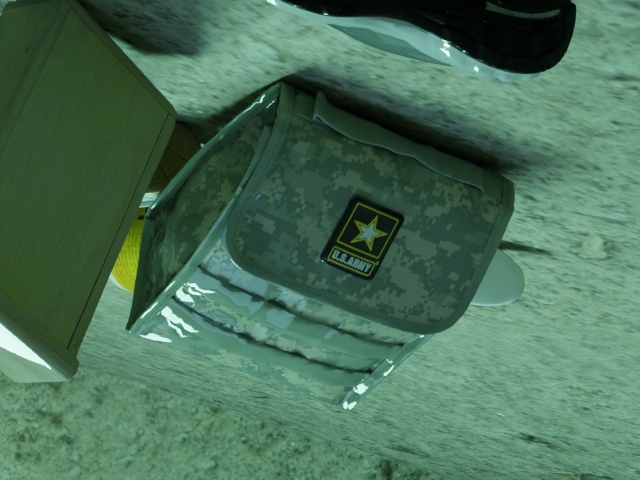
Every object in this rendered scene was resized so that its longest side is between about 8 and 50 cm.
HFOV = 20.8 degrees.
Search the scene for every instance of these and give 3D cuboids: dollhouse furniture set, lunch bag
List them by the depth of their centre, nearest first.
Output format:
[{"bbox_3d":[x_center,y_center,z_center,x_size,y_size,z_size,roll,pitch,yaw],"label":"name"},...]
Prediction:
[{"bbox_3d":[-0.348,-0.031,1.441,0.394,0.256,0.362,-5,142,36],"label":"dollhouse furniture set"},{"bbox_3d":[0.000,0.000,1.520,0.235,0.169,0.287,21,139,-21],"label":"lunch bag"}]

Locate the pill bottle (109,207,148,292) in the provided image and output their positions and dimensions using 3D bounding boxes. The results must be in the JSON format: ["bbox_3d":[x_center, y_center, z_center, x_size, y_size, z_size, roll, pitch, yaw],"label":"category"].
[{"bbox_3d":[-0.164,0.002,1.874,0.208,0.118,0.117,4,164,39],"label":"pill bottle"}]

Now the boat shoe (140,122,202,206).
[{"bbox_3d":[-0.232,-0.070,1.687,0.277,0.098,0.096,9,165,21],"label":"boat shoe"}]

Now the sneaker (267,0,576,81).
[{"bbox_3d":[0.018,-0.160,1.024,0.271,0.100,0.108,22,171,-28],"label":"sneaker"}]

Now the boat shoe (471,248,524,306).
[{"bbox_3d":[0.124,0.027,1.784,0.184,0.066,0.063,7,179,22],"label":"boat shoe"}]
